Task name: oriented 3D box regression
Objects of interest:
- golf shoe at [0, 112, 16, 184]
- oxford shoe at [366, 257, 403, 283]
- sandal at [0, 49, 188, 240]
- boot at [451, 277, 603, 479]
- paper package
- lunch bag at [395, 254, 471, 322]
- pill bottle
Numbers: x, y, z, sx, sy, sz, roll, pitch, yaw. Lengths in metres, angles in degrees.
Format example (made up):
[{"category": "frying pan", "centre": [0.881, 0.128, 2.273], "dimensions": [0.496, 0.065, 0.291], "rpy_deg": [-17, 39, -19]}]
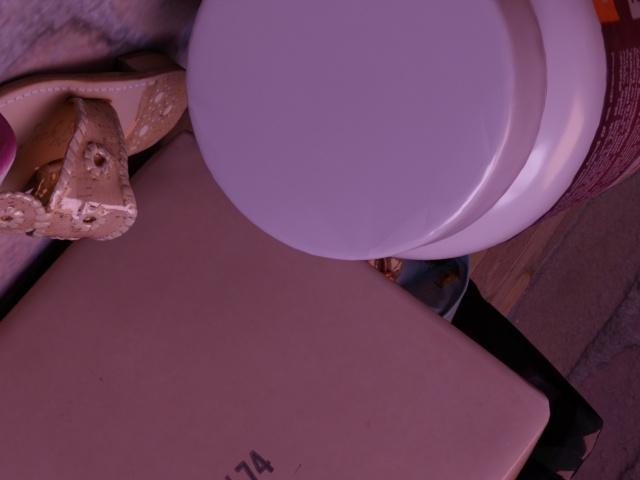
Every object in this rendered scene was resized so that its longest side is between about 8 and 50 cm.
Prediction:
[{"category": "golf shoe", "centre": [-0.237, 0.044, 0.583], "dimensions": [0.306, 0.115, 0.140], "rpy_deg": [-39, 163, -44]}, {"category": "oxford shoe", "centre": [0.000, 0.000, 1.211], "dimensions": [0.348, 0.130, 0.123], "rpy_deg": [-42, 161, -42]}, {"category": "sandal", "centre": [-0.121, -0.040, 0.826], "dimensions": [0.240, 0.079, 0.088], "rpy_deg": [-34, 155, -55]}, {"category": "boot", "centre": [0.119, 0.237, 1.689], "dimensions": [0.445, 0.146, 0.367], "rpy_deg": [-127, -124, -67]}, {"category": "paper package", "centre": [-0.074, 0.154, 0.956], "dimensions": [0.325, 0.309, 0.168], "rpy_deg": [-49, 169, -18]}, {"category": "lunch bag", "centre": [0.033, 0.100, 1.506], "dimensions": [0.262, 0.160, 0.223], "rpy_deg": [-41, 160, -27]}, {"category": "pill bottle", "centre": [0.089, -0.110, 0.975], "dimensions": [0.224, 0.224, 0.392], "rpy_deg": [-60, 164, 20]}]
